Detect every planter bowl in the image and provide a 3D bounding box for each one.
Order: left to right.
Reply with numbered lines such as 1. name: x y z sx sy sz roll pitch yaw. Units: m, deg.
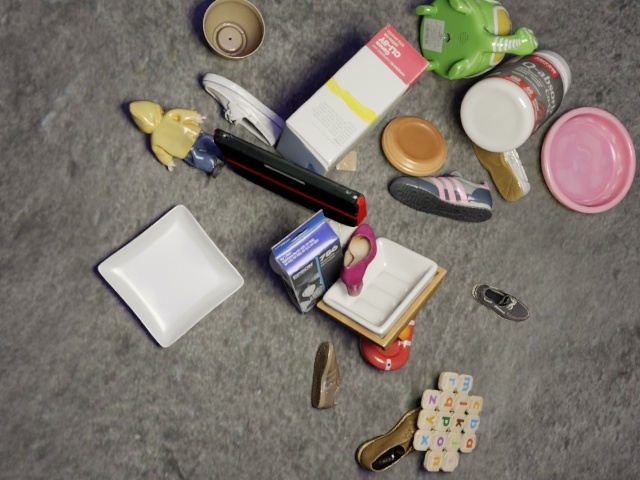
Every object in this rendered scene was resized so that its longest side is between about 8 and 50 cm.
1. planter bowl: -0.239 -0.555 1.710 0.161 0.109 0.162 0 89 -16

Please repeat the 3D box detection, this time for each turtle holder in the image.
1. turtle holder: 0.437 -0.591 1.791 0.227 0.320 0.244 -15 90 -29

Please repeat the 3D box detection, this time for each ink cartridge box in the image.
1. ink cartridge box: -0.021 0.066 1.658 0.165 0.333 0.065 -38 63 -12
2. ink cartridge box: 0.074 -0.348 1.696 0.160 0.279 0.385 44 79 -1

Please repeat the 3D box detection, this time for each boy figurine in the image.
1. boy figurine: -0.377 -0.270 1.676 0.285 0.092 0.177 28 109 -10

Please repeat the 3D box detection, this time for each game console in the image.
1. game console: -0.063 -0.152 1.591 0.386 0.342 0.060 25 83 7

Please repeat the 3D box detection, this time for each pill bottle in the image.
1. pill bottle: 0.570 -0.412 1.820 0.363 0.210 0.210 -39 100 -40

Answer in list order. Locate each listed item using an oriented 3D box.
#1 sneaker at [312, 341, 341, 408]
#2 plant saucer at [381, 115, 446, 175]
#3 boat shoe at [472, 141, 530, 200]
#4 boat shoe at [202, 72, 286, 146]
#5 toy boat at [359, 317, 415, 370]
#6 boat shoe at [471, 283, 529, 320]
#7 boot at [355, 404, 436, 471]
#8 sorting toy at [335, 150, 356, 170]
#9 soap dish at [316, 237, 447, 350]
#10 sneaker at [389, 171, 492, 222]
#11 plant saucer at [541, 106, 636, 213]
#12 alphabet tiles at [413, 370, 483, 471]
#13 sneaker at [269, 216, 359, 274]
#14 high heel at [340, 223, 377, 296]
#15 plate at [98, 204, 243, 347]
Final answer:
1. sneaker: 0.024 0.379 1.797 0.071 0.066 0.189 9 92 -31
2. plant saucer: 0.277 -0.281 1.845 0.199 0.037 0.200 6 65 -12
3. boat shoe: 0.551 -0.255 1.935 0.096 0.098 0.277 -22 87 -41
4. boat shoe: -0.216 -0.351 1.720 0.258 0.095 0.084 32 77 -11
5. toy boat: 0.204 0.253 1.793 0.150 0.151 0.231 11 86 -14
6. boat shoe: 0.558 0.194 1.934 0.206 0.065 0.075 28 82 -13
7. boot: 0.254 0.571 1.820 0.305 0.115 0.112 -27 91 -18
8. sorting toy: 0.074 -0.245 1.839 0.061 0.012 0.084 2 88 -17
9. soap dish: 0.169 0.144 1.723 0.291 0.228 0.118 -45 144 -26
10. sneaker: 0.357 -0.151 1.882 0.318 0.112 0.131 16 61 -12
11. plant saucer: 0.831 -0.249 2.008 0.331 0.084 0.333 0 88 -14
12. alphabet tiles: 0.373 0.527 1.852 0.277 0.021 0.285 16 83 -38
13. sneaker: 0.000 0.000 1.753 0.297 0.129 0.111 -35 89 -15
14. high heel: 0.097 0.023 1.688 0.082 0.117 0.244 7 51 18
15. plate: -0.392 0.092 1.690 0.278 0.045 0.277 -40 98 -12
